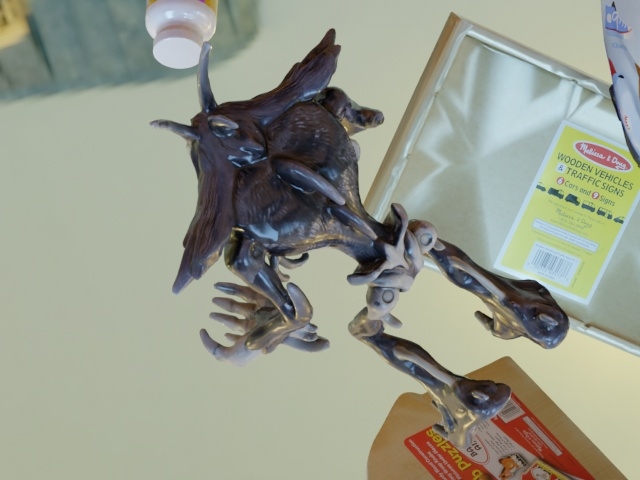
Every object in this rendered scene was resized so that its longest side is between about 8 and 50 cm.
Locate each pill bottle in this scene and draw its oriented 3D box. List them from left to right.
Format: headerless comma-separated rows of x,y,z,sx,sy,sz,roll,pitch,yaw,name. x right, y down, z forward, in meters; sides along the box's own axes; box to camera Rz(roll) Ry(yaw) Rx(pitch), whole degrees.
-0.084,-0.147,1.106,0.043,0.043,0.083,-7,-123,13,pill bottle

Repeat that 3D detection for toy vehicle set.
0.176,-0.028,1.260,0.267,0.166,0.035,23,-169,-13,toy vehicle set

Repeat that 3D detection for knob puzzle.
0.115,0.183,1.312,0.213,0.030,0.213,6,-135,-6,knob puzzle

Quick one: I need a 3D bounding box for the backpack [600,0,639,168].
0.314,-0.133,1.121,0.263,0.276,0.213,-19,-170,-7,backpack

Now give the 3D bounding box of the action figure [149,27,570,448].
0.000,0.000,0.977,0.141,0.276,0.164,-2,-126,55,action figure
